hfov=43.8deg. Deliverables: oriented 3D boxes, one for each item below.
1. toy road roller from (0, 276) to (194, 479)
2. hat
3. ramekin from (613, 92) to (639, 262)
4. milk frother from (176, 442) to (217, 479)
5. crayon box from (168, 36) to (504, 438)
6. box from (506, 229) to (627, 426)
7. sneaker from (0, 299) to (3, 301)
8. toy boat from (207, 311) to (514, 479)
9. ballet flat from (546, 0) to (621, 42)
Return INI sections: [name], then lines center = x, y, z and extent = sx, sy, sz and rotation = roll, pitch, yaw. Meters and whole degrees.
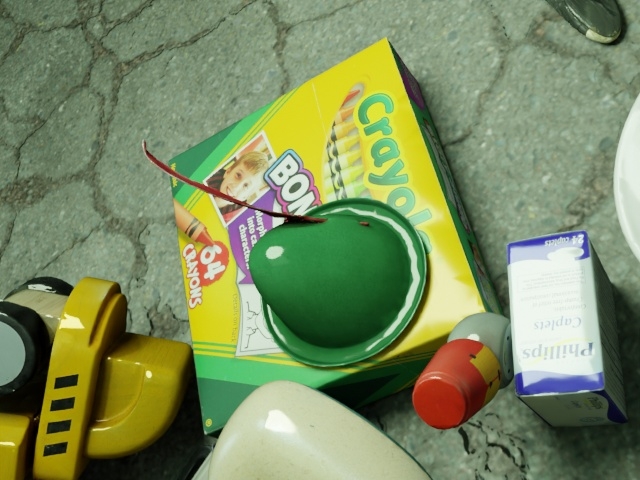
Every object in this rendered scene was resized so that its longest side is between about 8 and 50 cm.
[toy road roller]
center = -0.279, 0.205, 0.900
extent = 0.240, 0.202, 0.330
rotation = 11, 97, -3
[hat]
center = -0.034, 0.009, 0.715
extent = 0.208, 0.183, 0.173
rotation = -8, 65, 28
[ramekin]
center = 0.380, -0.054, 0.614
extent = 0.272, 0.127, 0.273
rotation = -24, 56, 42
[milk frother]
center = -0.146, 0.270, 0.823
extent = 0.129, 0.143, 0.135
rotation = 33, 87, 43
[crayon box]
center = 0.000, 0.000, 0.880
extent = 0.313, 0.106, 0.363
rotation = -27, 56, 19
[box]
center = 0.214, 0.081, 0.691
extent = 0.072, 0.126, 0.137
rotation = -11, 62, 26
[sneaker]
center = -0.432, 0.159, 1.095
extent = 0.293, 0.102, 0.146
rotation = 5, 75, 39
[toy boat]
center = 0.058, 0.196, 0.700
extent = 0.267, 0.148, 0.318
rotation = 42, 118, 13
[ballet flat]
center = 0.273, -0.274, 0.887
extent = 0.057, 0.049, 0.173
rotation = -24, 57, -12
